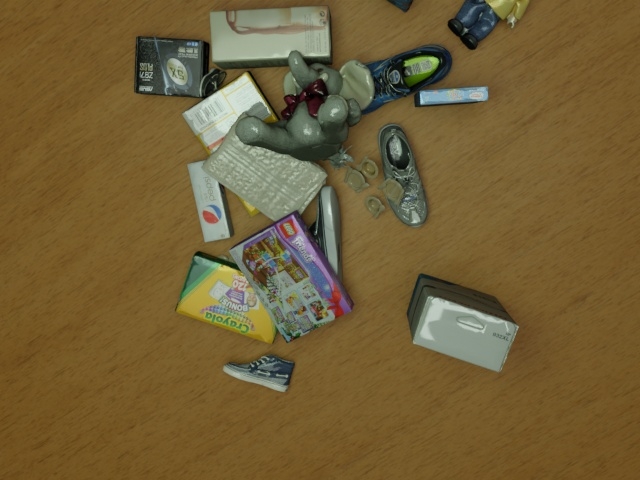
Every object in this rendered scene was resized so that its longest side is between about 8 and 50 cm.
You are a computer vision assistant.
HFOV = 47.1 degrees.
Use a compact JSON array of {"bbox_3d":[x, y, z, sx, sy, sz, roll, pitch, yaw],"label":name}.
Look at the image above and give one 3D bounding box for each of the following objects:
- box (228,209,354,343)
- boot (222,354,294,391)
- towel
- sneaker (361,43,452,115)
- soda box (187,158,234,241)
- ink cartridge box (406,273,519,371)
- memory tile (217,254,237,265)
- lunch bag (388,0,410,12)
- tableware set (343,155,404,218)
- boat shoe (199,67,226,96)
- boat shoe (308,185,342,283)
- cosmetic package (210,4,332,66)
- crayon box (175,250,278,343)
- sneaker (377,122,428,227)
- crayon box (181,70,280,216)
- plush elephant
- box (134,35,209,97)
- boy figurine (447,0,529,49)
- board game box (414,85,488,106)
[{"bbox_3d":[-0.073,0.096,1.891,0.201,0.057,0.293,-28,99,17],"label":"box"},{"bbox_3d":[-0.170,0.350,2.036,0.190,0.069,0.086,18,92,-7],"label":"boot"},{"bbox_3d":[-0.138,-0.176,1.877,0.282,0.049,0.187,36,100,-11],"label":"towel"},{"bbox_3d":[0.171,-0.412,1.857,0.330,0.147,0.130,-23,96,13],"label":"sneaker"},{"bbox_3d":[-0.293,-0.109,1.972,0.074,0.069,0.216,-11,96,6],"label":"soda box"},{"bbox_3d":[0.346,0.199,1.853,0.223,0.307,0.129,18,98,1],"label":"ink cartridge box"},{"bbox_3d":[-0.266,0.112,2.029,0.113,0.012,0.148,-3,98,4],"label":"memory tile"},{"bbox_3d":[0.115,-0.695,1.785,0.293,0.221,0.138,26,99,0],"label":"lunch bag"},{"bbox_3d":[0.136,-0.141,1.917,0.169,0.020,0.141,47,141,3],"label":"tableware set"},{"bbox_3d":[-0.280,-0.409,1.906,0.038,0.125,0.046,13,127,6],"label":"boat shoe"},{"bbox_3d":[0.000,0.000,1.936,0.102,0.108,0.301,2,118,11],"label":"boat shoe"},{"bbox_3d":[-0.119,-0.513,1.863,0.296,0.153,0.129,-2,96,3],"label":"cosmetic package"},{"bbox_3d":[-0.232,0.153,1.984,0.278,0.081,0.165,19,97,-5],"label":"crayon box"},{"bbox_3d":[0.207,-0.164,1.908,0.105,0.115,0.281,-19,96,6],"label":"sneaker"},{"bbox_3d":[-0.186,-0.251,1.923,0.203,0.083,0.323,-31,103,7],"label":"crayon box"},{"bbox_3d":[-0.017,-0.338,1.780,0.272,0.330,0.255,-12,73,25],"label":"plush elephant"},{"bbox_3d":[-0.389,-0.452,1.924,0.180,0.077,0.147,5,99,3],"label":"box"},{"bbox_3d":[0.446,-0.623,1.841,0.177,0.092,0.285,42,98,-2],"label":"boy figurine"},{"bbox_3d":[0.319,-0.357,1.825,0.160,0.211,0.039,-3,98,4],"label":"board game box"}]
